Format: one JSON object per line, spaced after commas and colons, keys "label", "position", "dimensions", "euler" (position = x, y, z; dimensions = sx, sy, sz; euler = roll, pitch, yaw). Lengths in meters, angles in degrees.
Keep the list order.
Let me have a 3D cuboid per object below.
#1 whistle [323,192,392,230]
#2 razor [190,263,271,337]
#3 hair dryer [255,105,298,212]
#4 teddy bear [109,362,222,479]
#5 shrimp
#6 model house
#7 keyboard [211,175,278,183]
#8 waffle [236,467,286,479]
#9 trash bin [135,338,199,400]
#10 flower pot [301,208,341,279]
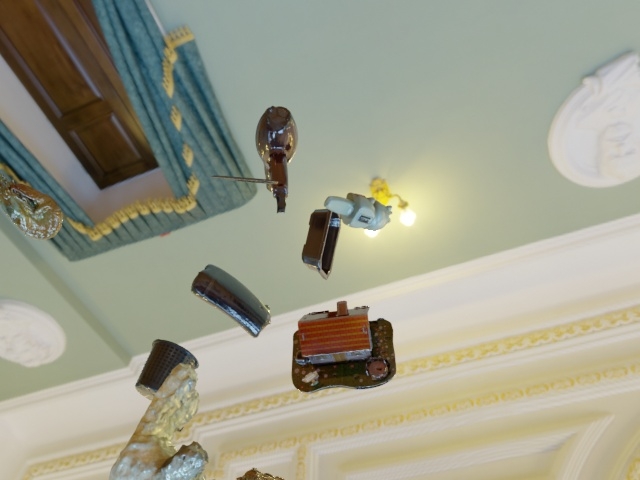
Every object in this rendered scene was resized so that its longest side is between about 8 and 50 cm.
{"label": "whistle", "position": [0.116, -0.085, 1.429], "dimensions": [0.105, 0.253, 0.102], "euler": [16, -87, 55]}
{"label": "razor", "position": [-0.346, 0.235, 1.908], "dimensions": [0.113, 0.349, 0.204], "euler": [-50, -172, 14]}
{"label": "hair dryer", "position": [-0.121, -0.172, 1.355], "dimensions": [0.123, 0.313, 0.341], "euler": [-1, -129, -7]}
{"label": "teddy bear", "position": [-0.268, 0.540, 1.094], "dimensions": [0.362, 0.327, 0.375], "euler": [22, -135, 11]}
{"label": "shrimp", "position": [-0.793, -0.099, 1.297], "dimensions": [0.051, 0.217, 0.115], "euler": [2, -140, 51]}
{"label": "model house", "position": [0.045, 0.275, 1.281], "dimensions": [0.293, 0.154, 0.207], "euler": [-9, -133, 11]}
{"label": "keyboard", "position": [-0.187, -0.149, 1.164], "dimensions": [0.063, 0.010, 0.198], "euler": [1, -173, -45]}
{"label": "waffle", "position": [-0.081, 0.522, 0.958], "dimensions": [0.070, 0.197, 0.193], "euler": [-65, -170, -20]}
{"label": "trash bin", "position": [-0.511, 0.438, 1.569], "dimensions": [0.175, 0.175, 0.161], "euler": [-5, -138, 30]}
{"label": "flower pot", "position": [0.000, 0.000, 1.672], "dimensions": [0.084, 0.179, 0.251], "euler": [9, -106, 16]}
